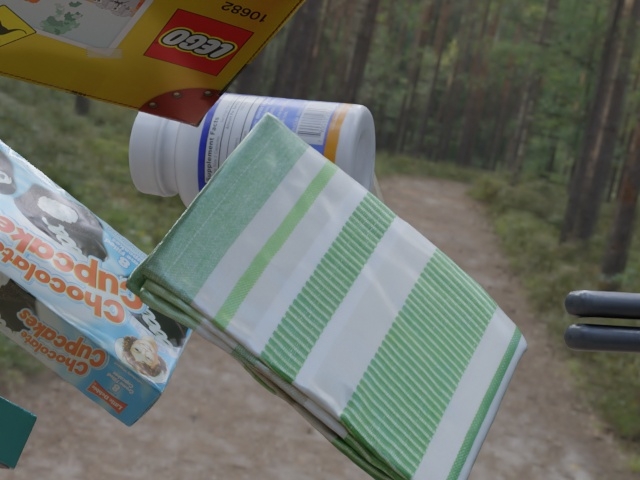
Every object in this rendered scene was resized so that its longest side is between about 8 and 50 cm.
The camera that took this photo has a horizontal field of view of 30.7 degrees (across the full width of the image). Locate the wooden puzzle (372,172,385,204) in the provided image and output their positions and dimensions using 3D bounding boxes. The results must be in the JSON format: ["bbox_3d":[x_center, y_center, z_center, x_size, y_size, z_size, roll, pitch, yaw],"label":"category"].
[{"bbox_3d":[0.000,0.000,1.619,0.239,0.221,0.044,-15,-5,-30],"label":"wooden puzzle"}]

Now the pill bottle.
[{"bbox_3d":[-0.081,-0.097,1.386,0.272,0.152,0.152,6,5,14],"label":"pill bottle"}]

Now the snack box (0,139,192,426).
[{"bbox_3d":[-0.269,0.020,1.121,0.322,0.060,0.187,39,24,-10],"label":"snack box"}]

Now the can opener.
[{"bbox_3d":[0.414,0.095,1.317,0.283,0.076,0.095,4,-5,-24],"label":"can opener"}]

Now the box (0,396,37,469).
[{"bbox_3d":[-0.405,0.146,1.130,0.100,0.060,0.244,-5,-33,44],"label":"box"}]

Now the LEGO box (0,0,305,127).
[{"bbox_3d":[-0.229,-0.301,0.815,0.500,0.193,0.372,12,-32,-30],"label":"LEGO box"}]

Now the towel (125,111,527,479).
[{"bbox_3d":[0.022,0.060,1.009,0.325,0.038,0.248,38,48,-4],"label":"towel"}]
